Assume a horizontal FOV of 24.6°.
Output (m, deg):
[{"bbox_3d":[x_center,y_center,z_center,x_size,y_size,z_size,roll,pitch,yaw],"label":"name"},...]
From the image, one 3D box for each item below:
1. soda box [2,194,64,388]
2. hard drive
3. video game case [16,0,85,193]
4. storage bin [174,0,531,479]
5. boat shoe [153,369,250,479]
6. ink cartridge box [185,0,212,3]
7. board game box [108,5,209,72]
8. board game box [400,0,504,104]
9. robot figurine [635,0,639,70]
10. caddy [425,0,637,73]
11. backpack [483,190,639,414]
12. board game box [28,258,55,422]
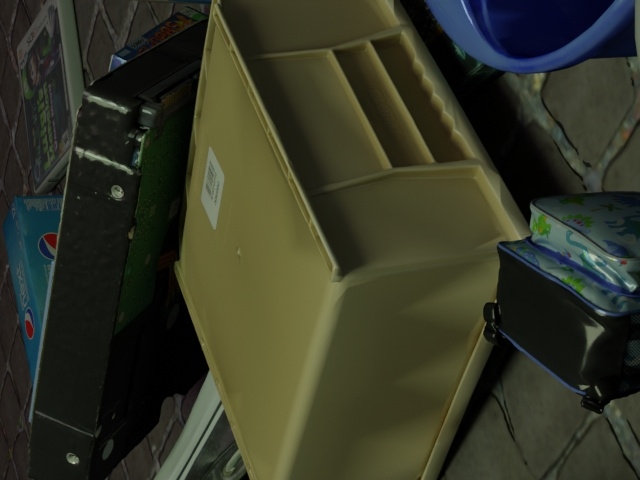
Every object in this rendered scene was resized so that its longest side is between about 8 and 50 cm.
[{"bbox_3d":[-0.298,0.055,1.635,0.071,0.067,0.210,-51,48,52],"label":"soda box"},{"bbox_3d":[-0.134,0.007,1.164,0.064,0.237,0.339,21,119,13],"label":"hard drive"},{"bbox_3d":[-0.308,-0.170,1.686,0.173,0.022,0.190,-35,61,58],"label":"video game case"},{"bbox_3d":[0.000,0.000,0.961,0.262,0.123,0.260,104,150,-48],"label":"storage bin"},{"bbox_3d":[-0.069,0.219,1.148,0.119,0.121,0.335,-121,41,-50],"label":"boat shoe"},{"bbox_3d":[-0.123,-0.271,1.264,0.231,0.078,0.134,17,107,61],"label":"ink cartridge box"},{"bbox_3d":[-0.155,-0.092,1.290,0.035,0.136,0.201,26,123,11],"label":"board game box"},{"bbox_3d":[0.081,-0.153,0.937,0.186,0.026,0.126,-35,63,58],"label":"board game box"},{"bbox_3d":[0.235,-0.104,0.459,0.353,0.200,0.300,-51,11,52],"label":"robot figurine"},{"bbox_3d":[0.141,-0.236,0.654,0.241,0.179,0.341,59,140,42],"label":"caddy"},{"bbox_3d":[0.154,0.024,0.718,0.105,0.114,0.084,36,123,53],"label":"backpack"},{"bbox_3d":[-0.177,0.051,1.284,0.039,0.211,0.160,20,117,13],"label":"board game box"}]
